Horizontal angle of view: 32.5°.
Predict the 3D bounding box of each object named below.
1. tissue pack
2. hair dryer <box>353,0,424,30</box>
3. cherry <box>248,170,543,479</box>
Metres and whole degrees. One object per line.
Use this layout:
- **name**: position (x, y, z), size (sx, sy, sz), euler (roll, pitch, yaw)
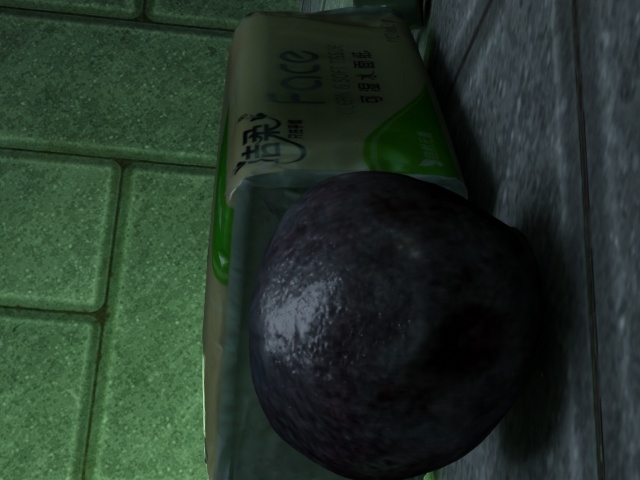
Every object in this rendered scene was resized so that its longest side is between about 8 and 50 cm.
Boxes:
- **tissue pack**: position (0.000, 0.000, 1.013), size (0.405, 0.205, 0.332), euler (-93, 5, -61)
- **hair dryer**: position (0.080, -0.208, 1.185), size (0.150, 0.071, 0.047), euler (74, -163, -51)
- **cherry**: position (0.043, 0.054, 0.663), size (0.195, 0.195, 0.195), euler (-175, 90, -85)
